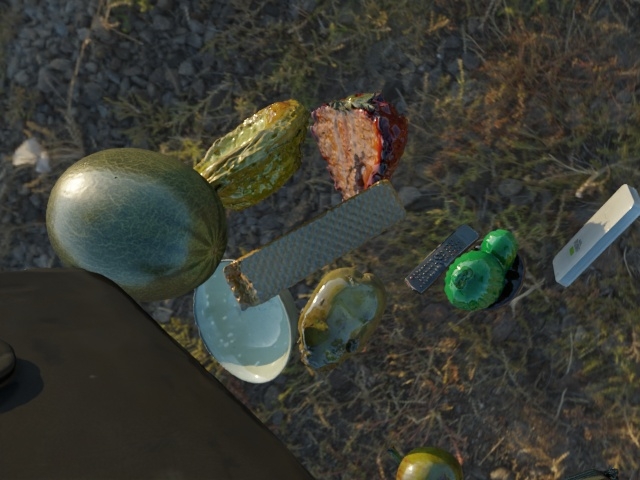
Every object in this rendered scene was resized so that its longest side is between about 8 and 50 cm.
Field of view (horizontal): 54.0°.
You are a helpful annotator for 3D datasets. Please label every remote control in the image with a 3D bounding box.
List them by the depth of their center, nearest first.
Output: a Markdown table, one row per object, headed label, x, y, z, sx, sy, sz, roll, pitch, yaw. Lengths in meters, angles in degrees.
| label | x | y | z | sx | sy | sz | roll | pitch | yaw |
| --- | --- | --- | --- | --- | --- | --- | --- | --- | --- |
| remote control | 0.608 | -0.009 | 1.393 | 0.034 | 0.103 | 0.250 | 29 | 124 | -5 |
| remote control | 0.285 | 0.043 | 1.472 | 0.212 | 0.028 | 0.059 | -41 | 71 | -15 |

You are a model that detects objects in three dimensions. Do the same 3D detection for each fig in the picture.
| label | x | y | z | sx | sy | sz | roll | pitch | yaw |
| --- | --- | --- | --- | --- | --- | --- | --- | --- | --- |
| fig | 0.226 | 0.533 | 1.400 | 0.147 | 0.142 | 0.186 | 29 | 146 | -2 |

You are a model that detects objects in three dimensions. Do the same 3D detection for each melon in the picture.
| label | x | y | z | sx | sy | sz | roll | pitch | yaw |
| --- | --- | --- | --- | --- | --- | --- | --- | --- | --- |
| melon | -0.284 | -0.023 | 0.990 | 0.301 | 0.237 | 0.238 | 14 | 99 | 29 |

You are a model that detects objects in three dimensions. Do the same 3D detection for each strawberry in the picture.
| label | x | y | z | sx | sy | sz | roll | pitch | yaw |
| --- | --- | --- | --- | --- | --- | --- | --- | --- | --- |
| strawberry | 0.126 | -0.231 | 1.523 | 0.253 | 0.150 | 0.280 | -10 | 106 | 54 |

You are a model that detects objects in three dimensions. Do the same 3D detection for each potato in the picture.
| label | x | y | z | sx | sy | sz | roll | pitch | yaw |
| --- | --- | --- | --- | --- | --- | --- | --- | --- | --- |
| potato | 0.048 | 0.206 | 1.647 | 0.191 | 0.141 | 0.296 | 33 | 79 | 0 |

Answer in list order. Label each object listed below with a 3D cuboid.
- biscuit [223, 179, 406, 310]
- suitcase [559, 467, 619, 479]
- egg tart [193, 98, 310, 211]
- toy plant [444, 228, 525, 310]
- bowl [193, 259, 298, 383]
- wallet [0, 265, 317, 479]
| label | x | y | z | sx | sy | sz | roll | pitch | yaw |
| --- | --- | --- | --- | --- | --- | --- | --- | --- | --- |
| biscuit | 0.000 | 0.000 | 1.169 | 0.094 | 0.378 | 0.054 | 63 | 155 | -5 |
| suitcase | 0.575 | 0.657 | 1.437 | 0.311 | 0.128 | 0.202 | -12 | 105 | -11 |
| egg tart | -0.129 | -0.146 | 1.189 | 0.294 | 0.294 | 0.123 | -29 | 112 | 24 |
| toy plant | 0.266 | 0.050 | 0.995 | 0.105 | 0.200 | 0.143 | 41 | 103 | 29 |
| bowl | -0.151 | 0.175 | 1.540 | 0.313 | 0.146 | 0.314 | 13 | 114 | 32 |
| wallet | -0.169 | 0.092 | 0.414 | 0.377 | 0.197 | 0.051 | 26 | 108 | 50 |
